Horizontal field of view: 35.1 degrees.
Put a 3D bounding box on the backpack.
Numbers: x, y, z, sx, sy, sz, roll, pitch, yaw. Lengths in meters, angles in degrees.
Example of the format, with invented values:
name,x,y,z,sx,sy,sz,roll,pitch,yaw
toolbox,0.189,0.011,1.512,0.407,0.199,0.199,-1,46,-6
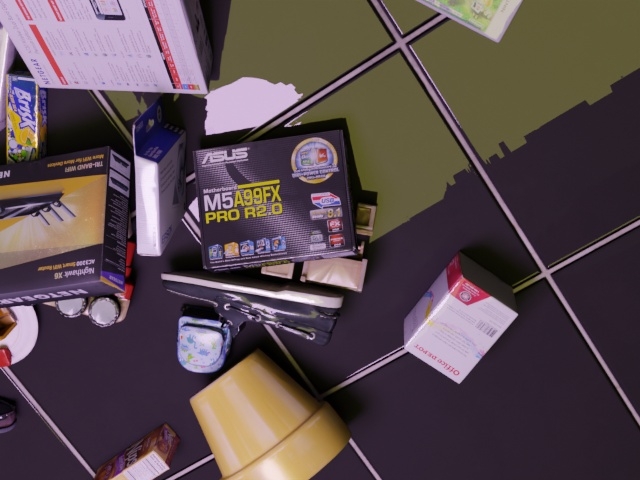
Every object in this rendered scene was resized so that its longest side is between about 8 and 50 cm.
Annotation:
name,x,y,z,sx,sy,sz,roll,pitch,yaw
backpack,-0.222,0.194,1.914,0.105,0.084,0.114,8,113,4

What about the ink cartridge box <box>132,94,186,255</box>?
name,x,y,z,sx,sy,sz,roll,pitch,yaw
ink cartridge box,-0.271,-0.116,1.730,0.045,0.223,0.223,2,112,4

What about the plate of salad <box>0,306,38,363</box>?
name,x,y,z,sx,sy,sz,roll,pitch,yaw
plate of salad,-0.638,0.151,1.953,0.200,0.048,0.199,2,112,6

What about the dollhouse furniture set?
name,x,y,z,sx,sy,sz,roll,pitch,yaw
dollhouse furniture set,0.000,0.000,1.839,0.182,0.101,0.160,11,86,3

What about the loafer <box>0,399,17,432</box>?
name,x,y,z,sx,sy,sz,roll,pitch,yaw
loafer,-0.747,0.308,1.994,0.303,0.109,0.095,10,107,4

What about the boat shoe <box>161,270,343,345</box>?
name,x,y,z,sx,sy,sz,roll,pitch,yaw
boat shoe,-0.131,0.125,1.842,0.340,0.127,0.113,8,97,5

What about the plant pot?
name,x,y,z,sx,sy,sz,roll,pitch,yaw
plant pot,-0.111,0.343,1.887,0.254,0.254,0.239,-36,89,16

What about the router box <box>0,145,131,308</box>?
name,x,y,z,sx,sy,sz,roll,pitch,yaw
router box,-0.483,-0.017,1.756,0.309,0.081,0.242,-8,70,20

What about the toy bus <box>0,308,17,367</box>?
name,x,y,z,sx,sy,sz,roll,pitch,yaw
toy bus,-0.673,0.171,1.882,0.191,0.104,0.202,17,113,0

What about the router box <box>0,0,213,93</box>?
name,x,y,z,sx,sy,sz,roll,pitch,yaw
router box,-0.344,-0.355,1.606,0.301,0.335,0.082,3,68,3

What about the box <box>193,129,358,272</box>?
name,x,y,z,sx,sy,sz,roll,pitch,yaw
box,-0.078,-0.067,1.769,0.270,0.060,0.216,-7,81,8

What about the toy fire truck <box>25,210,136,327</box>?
name,x,y,z,sx,sy,sz,roll,pitch,yaw
toy fire truck,-0.435,0.017,1.850,0.217,0.158,0.246,17,91,-7

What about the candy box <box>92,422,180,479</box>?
name,x,y,z,sx,sy,sz,roll,pitch,yaw
candy box,-0.372,0.451,2.009,0.187,0.109,0.053,-34,104,15

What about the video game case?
name,x,y,z,sx,sy,sz,roll,pitch,yaw
video game case,0.248,-0.459,1.664,0.212,0.023,0.193,26,110,-5

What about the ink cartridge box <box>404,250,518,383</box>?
name,x,y,z,sx,sy,sz,roll,pitch,yaw
ink cartridge box,0.249,0.139,1.829,0.128,0.127,0.176,34,109,-8

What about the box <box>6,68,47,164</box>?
name,x,y,z,sx,sy,sz,roll,pitch,yaw
box,-0.523,-0.217,1.804,0.059,0.054,0.168,7,111,3

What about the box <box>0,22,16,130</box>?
name,x,y,z,sx,sy,sz,roll,pitch,yaw
box,-0.645,-0.368,1.759,0.232,0.058,0.321,15,110,-1
